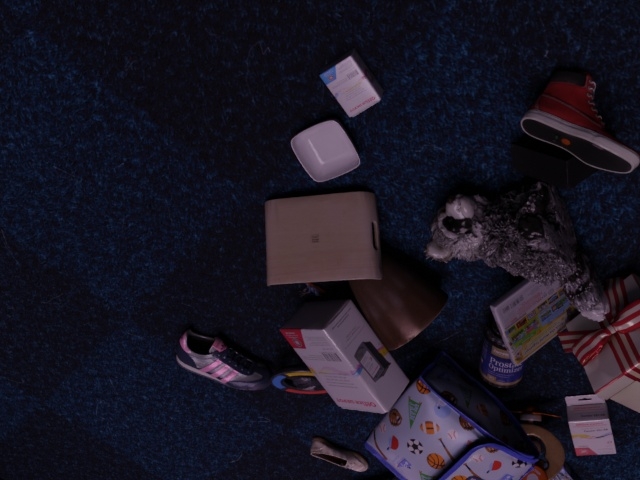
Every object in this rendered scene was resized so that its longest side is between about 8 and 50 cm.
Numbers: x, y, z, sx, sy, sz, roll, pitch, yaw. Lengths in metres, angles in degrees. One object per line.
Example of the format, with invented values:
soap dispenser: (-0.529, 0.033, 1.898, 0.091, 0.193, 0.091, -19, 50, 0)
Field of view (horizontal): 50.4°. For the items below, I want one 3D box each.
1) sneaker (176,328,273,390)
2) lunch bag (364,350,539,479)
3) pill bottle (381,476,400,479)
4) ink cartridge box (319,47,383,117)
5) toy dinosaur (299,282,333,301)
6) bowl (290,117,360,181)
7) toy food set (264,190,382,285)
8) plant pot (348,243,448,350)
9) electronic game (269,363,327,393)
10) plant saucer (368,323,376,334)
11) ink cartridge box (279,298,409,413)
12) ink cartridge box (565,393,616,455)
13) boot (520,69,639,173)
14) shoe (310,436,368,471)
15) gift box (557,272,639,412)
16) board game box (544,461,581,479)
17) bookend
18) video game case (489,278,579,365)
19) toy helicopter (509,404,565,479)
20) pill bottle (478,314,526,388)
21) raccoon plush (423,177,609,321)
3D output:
sneaker: (-0.294, 0.368, 2.103, 0.319, 0.112, 0.131, 15, 130, 1)
lunch bag: (0.371, 0.573, 1.916, 0.385, 0.239, 0.328, 41, 120, 13)
pill bottle: (0.238, 0.906, 2.338, 0.283, 0.161, 0.161, -26, 116, 28)
ink cartridge box: (0.071, -0.352, 1.523, 0.088, 0.052, 0.122, -26, 115, 29)
toy dinosaur: (-0.023, 0.131, 1.923, 0.090, 0.047, 0.082, -29, 109, -8)
bowl: (0.015, -0.223, 1.631, 0.142, 0.053, 0.142, -21, 119, 26)
toy food set: (0.000, 0.000, 1.729, 0.306, 0.092, 0.220, -5, 81, 15)
plant pot: (0.177, 0.129, 1.774, 0.230, 0.215, 0.215, 48, 123, -3)
electronic game: (-0.041, 0.430, 2.080, 0.229, 0.048, 0.229, 1, 151, 1)
plant saucer: (0.086, 0.327, 2.023, 0.188, 0.045, 0.188, 2, 126, 12)
ink cartridge box: (0.064, 0.314, 1.860, 0.226, 0.131, 0.306, -10, 122, 54)
ink cartridge box: (0.792, 0.543, 1.997, 0.115, 0.067, 0.198, -12, 122, 22)
boot: (0.560, -0.254, 1.388, 0.244, 0.176, 0.088, 32, 163, 17)
shoe: (0.062, 0.747, 2.328, 0.219, 0.058, 0.076, 27, 127, -7)
gift box: (0.768, 0.250, 1.675, 0.258, 0.276, 0.255, 26, 119, -25)
board game box: (0.747, 0.810, 2.209, 0.194, 0.060, 0.194, -30, 114, 29)
bookend: (0.534, -0.197, 1.501, 0.157, 0.156, 0.072, 32, 146, 49)
video game case: (0.550, 0.180, 1.731, 0.227, 0.026, 0.206, -34, 119, -12)
toy helicopter: (0.550, 0.563, 2.006, 0.355, 0.140, 0.235, 28, 87, 19)
pill bottle: (0.501, 0.284, 1.841, 0.122, 0.123, 0.219, 5, 125, 10)
raccoon plush: (0.445, 0.060, 1.603, 0.299, 0.216, 0.446, -20, 106, 37)
